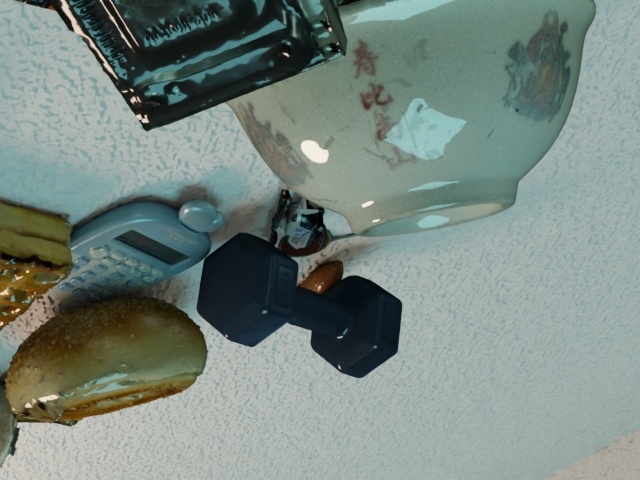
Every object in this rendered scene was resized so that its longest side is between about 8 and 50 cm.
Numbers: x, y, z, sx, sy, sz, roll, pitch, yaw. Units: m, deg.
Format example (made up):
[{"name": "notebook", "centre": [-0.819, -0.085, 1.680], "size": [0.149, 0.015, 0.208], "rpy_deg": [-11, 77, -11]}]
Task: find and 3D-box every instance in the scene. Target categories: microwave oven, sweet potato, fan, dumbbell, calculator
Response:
[{"name": "microwave oven", "centre": [-0.128, -0.266, 0.982], "size": [0.238, 0.181, 0.295], "rpy_deg": [-21, 138, 8]}, {"name": "sweet potato", "centre": [-0.020, 0.093, 1.885], "size": [0.050, 0.050, 0.214], "rpy_deg": [1, 152, -28]}, {"name": "fan", "centre": [0.000, 0.000, 1.768], "size": [0.133, 0.005, 0.085], "rpy_deg": [-8, 150, -12]}, {"name": "dumbbell", "centre": [-0.024, 0.100, 1.698], "size": [0.325, 0.160, 0.144], "rpy_deg": [21, 101, -45]}, {"name": "calculator", "centre": [-0.266, 0.014, 1.623], "size": [0.303, 0.042, 0.188], "rpy_deg": [-27, 149, 21]}]

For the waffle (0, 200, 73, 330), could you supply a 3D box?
[{"name": "waffle", "centre": [-0.493, 0.055, 1.536], "size": [0.308, 0.091, 0.213], "rpy_deg": [-34, 147, 33]}]

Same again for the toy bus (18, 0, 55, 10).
[{"name": "toy bus", "centre": [-0.298, -0.255, 1.123], "size": [0.110, 0.043, 0.031], "rpy_deg": [8, 143, -37]}]

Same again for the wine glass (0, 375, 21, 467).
[{"name": "wine glass", "centre": [-0.629, 0.250, 1.722], "size": [0.190, 0.190, 0.357], "rpy_deg": [-28, 152, 22]}]

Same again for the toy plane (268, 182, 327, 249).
[{"name": "toy plane", "centre": [-0.029, -0.034, 1.648], "size": [0.078, 0.053, 0.197], "rpy_deg": [0, 153, -9]}]

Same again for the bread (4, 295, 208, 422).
[{"name": "bread", "centre": [-0.324, 0.176, 1.735], "size": [0.306, 0.158, 0.305], "rpy_deg": [-15, 171, -2]}]

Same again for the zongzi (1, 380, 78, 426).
[{"name": "zongzi", "centre": [-0.493, 0.224, 1.891], "size": [0.189, 0.081, 0.178], "rpy_deg": [1, 125, 2]}]

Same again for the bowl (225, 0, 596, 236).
[{"name": "bowl", "centre": [0.108, -0.116, 1.269], "size": [0.435, 0.196, 0.435], "rpy_deg": [-10, 174, -1]}]

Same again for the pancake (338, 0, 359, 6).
[{"name": "pancake", "centre": [0.120, -0.321, 1.205], "size": [0.282, 0.049, 0.282], "rpy_deg": [-12, 152, -6]}]
